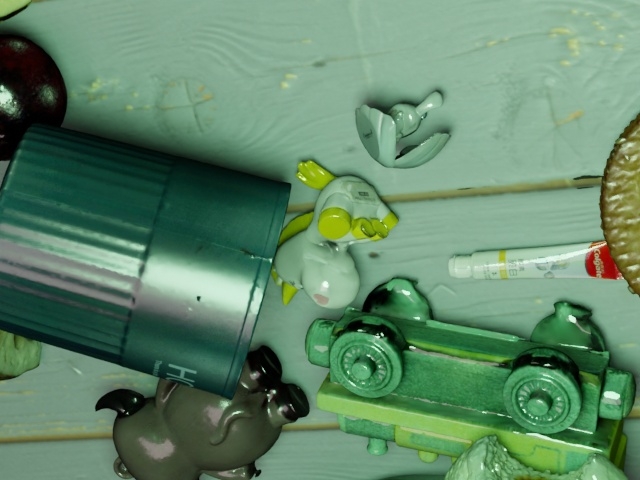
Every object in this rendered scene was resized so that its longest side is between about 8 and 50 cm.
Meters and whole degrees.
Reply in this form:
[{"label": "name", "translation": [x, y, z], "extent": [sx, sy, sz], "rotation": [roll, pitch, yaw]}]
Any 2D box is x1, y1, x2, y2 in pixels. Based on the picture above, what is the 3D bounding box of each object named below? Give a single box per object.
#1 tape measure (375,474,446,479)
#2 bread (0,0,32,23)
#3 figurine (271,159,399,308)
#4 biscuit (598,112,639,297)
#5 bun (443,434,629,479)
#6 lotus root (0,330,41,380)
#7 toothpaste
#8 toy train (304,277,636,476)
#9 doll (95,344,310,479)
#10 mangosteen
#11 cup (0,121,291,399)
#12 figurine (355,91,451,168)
[{"label": "tape measure", "translation": [0.044, 0.380, 1.899], "extent": [0.259, 0.262, 0.138], "rotation": [-21, 99, 35]}, {"label": "bread", "translation": [-0.474, -0.307, 1.883], "extent": [0.264, 0.163, 0.168], "rotation": [9, 125, 55]}, {"label": "figurine", "translation": [0.004, 0.007, 1.841], "extent": [0.129, 0.109, 0.178], "rotation": [42, 123, 32]}, {"label": "biscuit", "translation": [0.434, -0.035, 1.690], "extent": [0.305, 0.038, 0.305], "rotation": [7, 117, 14]}, {"label": "bun", "translation": [0.224, 0.298, 1.729], "extent": [0.212, 0.126, 0.204], "rotation": [-19, 121, 35]}, {"label": "lotus root", "translation": [-0.437, 0.082, 2.012], "extent": [0.119, 0.138, 0.235], "rotation": [2, 121, 30]}, {"label": "toothpaste", "translation": [0.234, 0.025, 1.796], "extent": [0.190, 0.031, 0.048], "rotation": [-3, 110, 18]}, {"label": "toy train", "translation": [0.160, 0.180, 1.835], "extent": [0.369, 0.150, 0.237], "rotation": [10, 123, 17]}, {"label": "doll", "translation": [-0.144, 0.218, 1.969], "extent": [0.257, 0.117, 0.182], "rotation": [-30, 100, 28]}, {"label": "mangosteen", "translation": [-0.356, -0.166, 1.851], "extent": [0.152, 0.152, 0.152], "rotation": [8, 116, 16]}, {"label": "cup", "translation": [-0.201, 0.011, 1.801], "extent": [0.292, 0.308, 0.242], "rotation": [15, 102, -4]}, {"label": "figurine", "translation": [0.088, -0.117, 1.757], "extent": [0.082, 0.086, 0.094], "rotation": [67, 159, -1]}]
